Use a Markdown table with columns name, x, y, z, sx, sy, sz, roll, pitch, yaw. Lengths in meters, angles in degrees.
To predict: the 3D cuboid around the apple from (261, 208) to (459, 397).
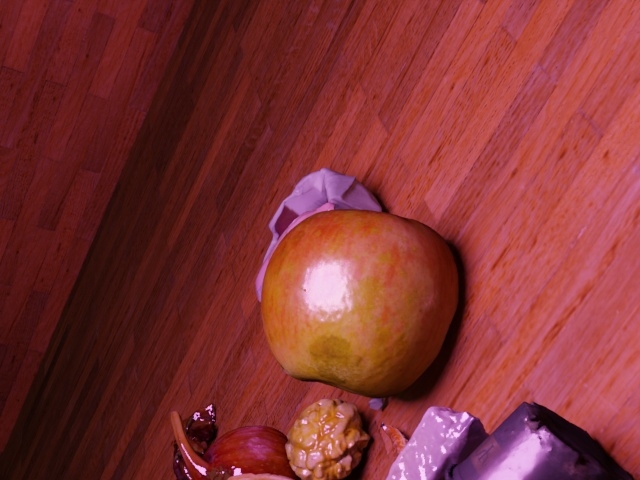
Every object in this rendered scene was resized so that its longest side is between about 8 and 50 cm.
| name | x | y | z | sx | sy | sz | roll | pitch | yaw |
| --- | --- | --- | --- | --- | --- | --- | --- | --- | --- |
| apple | 0.049 | 0.083 | 1.235 | 0.246 | 0.246 | 0.226 | -26 | 53 | 58 |

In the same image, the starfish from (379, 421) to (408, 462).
| name | x | y | z | sx | sy | sz | roll | pitch | yaw |
| --- | --- | --- | --- | --- | --- | --- | --- | --- | --- |
| starfish | 0.072 | 0.400 | 1.138 | 0.301 | 0.084 | 0.293 | 35 | 106 | 60 |

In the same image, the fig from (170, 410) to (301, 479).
| name | x | y | z | sx | sy | sz | roll | pitch | yaw |
| --- | --- | --- | --- | --- | --- | --- | --- | --- | --- |
| fig | -0.128 | 0.351 | 1.444 | 0.175 | 0.207 | 0.175 | -36 | 42 | 42 |

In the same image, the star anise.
| name | x | y | z | sx | sy | sz | roll | pitch | yaw |
| --- | --- | --- | --- | --- | --- | --- | --- | --- | --- |
| star anise | -0.239 | 0.380 | 1.842 | 0.168 | 0.057 | 0.167 | -41 | 42 | 50 |

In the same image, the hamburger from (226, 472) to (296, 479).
| name | x | y | z | sx | sy | sz | roll | pitch | yaw |
| --- | --- | --- | --- | --- | --- | --- | --- | --- | --- |
| hamburger | -0.062 | 0.380 | 1.310 | 0.208 | 0.135 | 0.155 | 23 | 88 | 38 |

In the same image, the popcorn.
| name | x | y | z | sx | sy | sz | roll | pitch | yaw |
| --- | --- | --- | --- | --- | --- | --- | --- | --- | --- |
| popcorn | 0.012 | 0.277 | 1.328 | 0.106 | 0.116 | 0.120 | 67 | -164 | -48 |

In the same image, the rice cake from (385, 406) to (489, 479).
| name | x | y | z | sx | sy | sz | roll | pitch | yaw |
| --- | --- | --- | --- | --- | --- | --- | --- | --- | --- |
| rice cake | 0.058 | 0.334 | 1.048 | 0.399 | 0.070 | 0.064 | -59 | 43 | 13 |

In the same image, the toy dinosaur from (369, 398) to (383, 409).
| name | x | y | z | sx | sy | sz | roll | pitch | yaw |
| --- | --- | --- | --- | --- | --- | --- | --- | --- | --- |
| toy dinosaur | 0.086 | 0.156 | 1.318 | 0.187 | 0.044 | 0.106 | -46 | 25 | 32 |

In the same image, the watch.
| name | x | y | z | sx | sy | sz | roll | pitch | yaw |
| --- | --- | --- | --- | --- | --- | --- | --- | --- | --- |
| watch | 0.000 | 0.000 | 1.491 | 0.253 | 0.162 | 0.241 | -52 | 20 | 35 |

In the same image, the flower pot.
| name | x | y | z | sx | sy | sz | roll | pitch | yaw |
| --- | --- | --- | --- | --- | --- | --- | --- | --- | --- |
| flower pot | 0.206 | 0.220 | 0.902 | 0.106 | 0.157 | 0.157 | -57 | 27 | 7 |
